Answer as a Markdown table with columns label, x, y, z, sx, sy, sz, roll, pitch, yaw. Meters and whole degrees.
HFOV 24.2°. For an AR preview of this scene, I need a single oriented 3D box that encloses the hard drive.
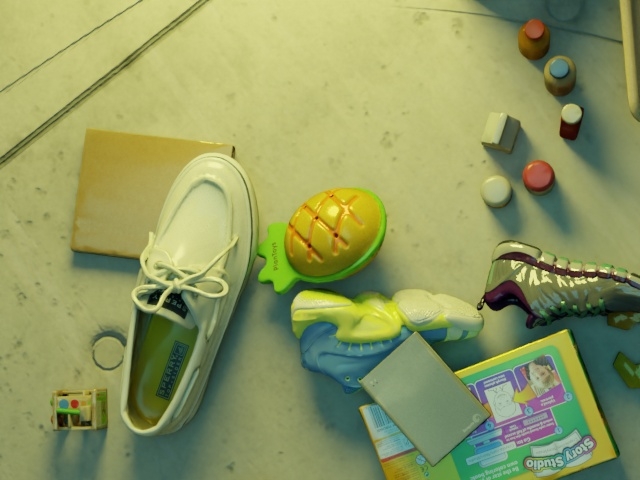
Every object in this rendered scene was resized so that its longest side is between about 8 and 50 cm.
| label | x | y | z | sx | sy | sz | roll | pitch | yaw |
| --- | --- | --- | --- | --- | --- | --- | --- | --- | --- |
| hard drive | 0.125 | 0.190 | 1.792 | 0.094 | 0.022 | 0.135 | -42 | 80 | 4 |

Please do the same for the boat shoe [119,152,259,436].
| label | x | y | z | sx | sy | sz | roll | pitch | yaw |
| --- | --- | --- | --- | --- | --- | --- | --- | --- | --- |
| boat shoe | -0.179 | 0.070 | 1.846 | 0.135 | 0.156 | 0.367 | 19 | 95 | 8 |

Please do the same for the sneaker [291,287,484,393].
| label | x | y | z | sx | sy | sz | roll | pitch | yaw |
| --- | --- | --- | --- | --- | --- | --- | --- | --- | --- |
| sneaker | 0.082 | 0.128 | 1.867 | 0.240 | 0.091 | 0.126 | 5 | 105 | 9 |

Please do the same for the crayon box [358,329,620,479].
| label | x | y | z | sx | sy | sz | roll | pitch | yaw |
| --- | --- | --- | --- | --- | --- | --- | --- | --- | --- |
| crayon box | 0.205 | 0.233 | 1.830 | 0.278 | 0.081 | 0.165 | -21 | 83 | 7 |

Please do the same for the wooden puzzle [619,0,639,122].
| label | x | y | z | sx | sy | sz | roll | pitch | yaw |
| --- | --- | --- | --- | --- | --- | --- | --- | --- | --- |
| wooden puzzle | 0.535 | -0.310 | 1.823 | 0.347 | 0.080 | 0.322 | -4 | 86 | 4 |

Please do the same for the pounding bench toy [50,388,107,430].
| label | x | y | z | sx | sy | sz | roll | pitch | yaw |
| --- | --- | --- | --- | --- | --- | --- | --- | --- | --- |
| pounding bench toy | -0.315 | 0.217 | 1.911 | 0.065 | 0.083 | 0.052 | -2 | 86 | 8 |

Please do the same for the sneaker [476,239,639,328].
| label | x | y | z | sx | sy | sz | roll | pitch | yaw |
| --- | --- | --- | --- | --- | --- | --- | --- | --- | --- |
| sneaker | 0.303 | 0.075 | 1.810 | 0.223 | 0.083 | 0.098 | 15 | 73 | 27 |

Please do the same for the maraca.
| label | x | y | z | sx | sy | sz | roll | pitch | yaw |
| --- | --- | --- | --- | --- | --- | --- | --- | --- | --- |
| maraca | 0.000 | 0.000 | 1.871 | 0.185 | 0.099 | 0.127 | -22 | 51 | 21 |

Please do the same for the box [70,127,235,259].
| label | x | y | z | sx | sy | sz | roll | pitch | yaw |
| --- | --- | --- | --- | --- | --- | --- | --- | --- | --- |
| box | -0.218 | -0.055 | 1.946 | 0.201 | 0.021 | 0.165 | 7 | 88 | 10 |

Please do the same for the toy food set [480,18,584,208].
| label | x | y | z | sx | sy | sz | roll | pitch | yaw |
| --- | --- | --- | --- | --- | --- | --- | --- | --- | --- |
| toy food set | 0.262 | -0.149 | 1.835 | 0.111 | 0.104 | 0.232 | 19 | 89 | 10 |

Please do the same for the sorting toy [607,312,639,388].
| label | x | y | z | sx | sy | sz | roll | pitch | yaw |
| --- | --- | --- | --- | --- | --- | --- | --- | --- | --- |
| sorting toy | 0.505 | 0.148 | 1.809 | 0.307 | 0.041 | 0.229 | -1 | 86 | 9 |
